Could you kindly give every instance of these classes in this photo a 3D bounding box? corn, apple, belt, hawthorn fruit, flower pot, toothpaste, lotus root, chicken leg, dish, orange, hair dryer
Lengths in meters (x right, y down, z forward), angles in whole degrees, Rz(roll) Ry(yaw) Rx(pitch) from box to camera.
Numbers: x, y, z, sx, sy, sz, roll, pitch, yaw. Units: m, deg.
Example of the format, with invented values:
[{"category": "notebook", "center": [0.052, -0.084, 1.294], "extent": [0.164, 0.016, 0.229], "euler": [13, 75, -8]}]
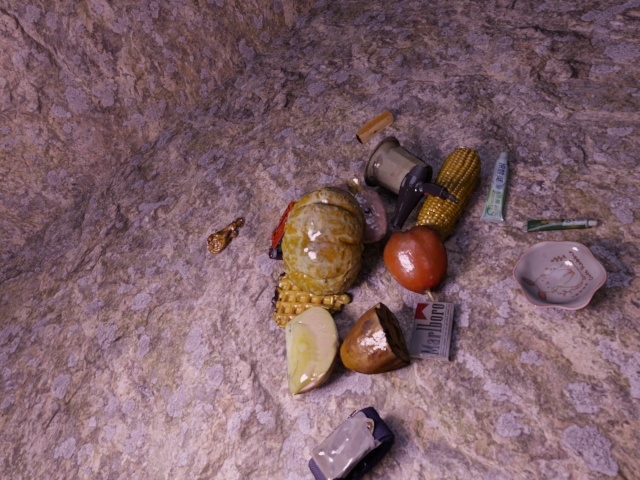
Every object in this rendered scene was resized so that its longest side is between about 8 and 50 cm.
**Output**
[{"category": "corn", "center": [0.453, -0.163, 1.536], "extent": [0.143, 0.144, 0.387], "euler": [12, 64, 35]}, {"category": "apple", "center": [-0.008, 0.336, 1.360], "extent": [0.193, 0.120, 0.265], "euler": [-31, 42, 21]}, {"category": "belt", "center": [0.074, 0.541, 1.148], "extent": [0.230, 0.140, 0.126], "euler": [-41, 47, -5]}, {"category": "hawthorn fruit", "center": [0.313, 0.080, 1.390], "extent": [0.199, 0.199, 0.251], "euler": [-23, 64, 9]}, {"category": "flower pot", "center": [0.304, -0.262, 1.659], "extent": [0.202, 0.212, 0.212], "euler": [33, 73, 34]}, {"category": "toothpaste", "center": [0.739, -0.049, 1.363], "extent": [0.204, 0.031, 0.049], "euler": [-3, 52, 28]}, {"category": "lotus root", "center": [0.143, 0.294, 1.295], "extent": [0.180, 0.188, 0.199], "euler": [-28, 47, 20]}, {"category": "toothpaste", "center": [0.618, -0.186, 1.532], "extent": [0.074, 0.048, 0.297], "euler": [6, 61, 28]}, {"category": "chicken leg", "center": [-0.412, -0.030, 1.916], "extent": [0.085, 0.101, 0.207], "euler": [36, 62, 11]}, {"category": "dish", "center": [0.668, 0.110, 1.237], "extent": [0.229, 0.081, 0.230], "euler": [-16, 50, 20]}, {"category": "orange", "center": [0.000, 0.000, 1.430], "extent": [0.270, 0.210, 0.369], "euler": [8, 90, 15]}, {"category": "hair dryer", "center": [0.338, -0.132, 1.429], "extent": [0.236, 0.091, 0.271], "euler": [-65, 25, -2]}]

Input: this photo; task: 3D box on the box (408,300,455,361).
[{"category": "box", "center": [0.333, 0.268, 1.310], "extent": [0.115, 0.036, 0.178], "euler": [0, 54, 28]}]

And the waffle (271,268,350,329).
[{"category": "waffle", "center": [-0.046, 0.174, 1.572], "extent": [0.307, 0.060, 0.312], "euler": [-25, 46, 5]}]

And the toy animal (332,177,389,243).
[{"category": "toy animal", "center": [0.093, -0.097, 1.622], "extent": [0.358, 0.188, 0.227], "euler": [2, 78, 30]}]

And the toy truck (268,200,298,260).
[{"category": "toy truck", "center": [-0.112, -0.029, 1.648], "extent": [0.253, 0.107, 0.114], "euler": [-54, 42, 43]}]

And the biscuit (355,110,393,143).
[{"category": "biscuit", "center": [0.246, -0.509, 1.984], "extent": [0.188, 0.056, 0.052], "euler": [-36, 44, -1]}]
